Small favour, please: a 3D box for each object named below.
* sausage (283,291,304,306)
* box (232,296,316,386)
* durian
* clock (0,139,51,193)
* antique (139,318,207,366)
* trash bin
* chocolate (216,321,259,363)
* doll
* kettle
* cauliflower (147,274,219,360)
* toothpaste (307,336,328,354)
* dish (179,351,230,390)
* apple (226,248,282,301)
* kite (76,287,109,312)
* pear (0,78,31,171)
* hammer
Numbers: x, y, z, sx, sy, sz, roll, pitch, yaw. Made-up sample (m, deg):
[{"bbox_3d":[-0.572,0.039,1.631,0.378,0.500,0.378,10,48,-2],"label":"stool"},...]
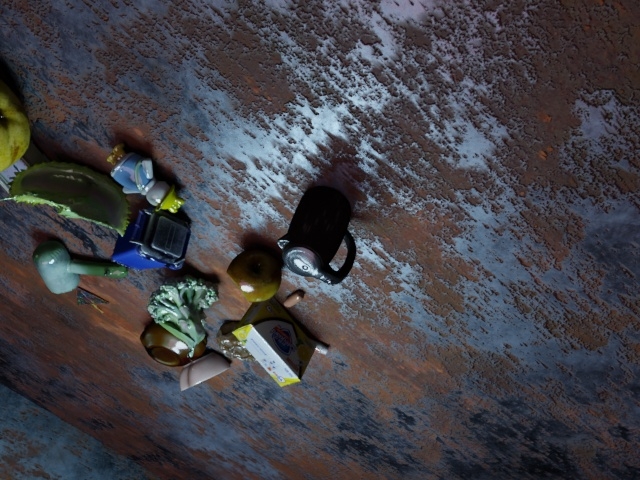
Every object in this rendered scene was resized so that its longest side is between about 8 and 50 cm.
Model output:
[{"bbox_3d":[-0.088,0.192,1.617,0.034,0.034,0.083,41,131,-17],"label":"sausage"},{"bbox_3d":[-0.148,0.333,1.656,0.097,0.168,0.265,-29,106,34],"label":"box"},{"bbox_3d":[-0.725,-0.132,1.458,0.355,0.169,0.158,16,108,-9],"label":"durian"},{"bbox_3d":[-0.928,-0.217,1.550,0.191,0.071,0.147,-10,126,28],"label":"clock"},{"bbox_3d":[-0.575,0.396,1.921,0.277,0.129,0.224,0,132,24],"label":"antique"},{"bbox_3d":[-0.534,0.006,1.522,0.234,0.163,0.184,-13,149,40],"label":"trash bin"},{"bbox_3d":[-0.263,0.380,1.808,0.213,0.093,0.149,5,135,21],"label":"chocolate"},{"bbox_3d":[-0.499,-0.166,1.413,0.241,0.099,0.135,40,93,-17],"label":"doll"},{"bbox_3d":[0.000,0.000,1.274,0.202,0.232,0.144,37,134,-14],"label":"kettle"},{"bbox_3d":[-0.448,0.257,1.659,0.316,0.238,0.257,58,145,29],"label":"cauliflower"},{"bbox_3d":[-0.075,0.346,1.755,0.218,0.033,0.052,24,137,5],"label":"toothpaste"},{"bbox_3d":[-0.473,0.513,1.987,0.213,0.213,0.091,-31,81,38],"label":"dish"},{"bbox_3d":[-0.199,0.114,1.502,0.147,0.163,0.147,62,151,21],"label":"apple"},{"bbox_3d":[-0.929,0.241,2.001,0.189,0.010,0.159,-4,130,26],"label":"kite"},{"bbox_3d":[-0.947,-0.315,1.325,0.313,0.315,0.315,11,133,12],"label":"pear"},{"bbox_3d":[-0.857,0.107,1.796,0.334,0.119,0.207,4,133,9],"label":"hammer"}]
